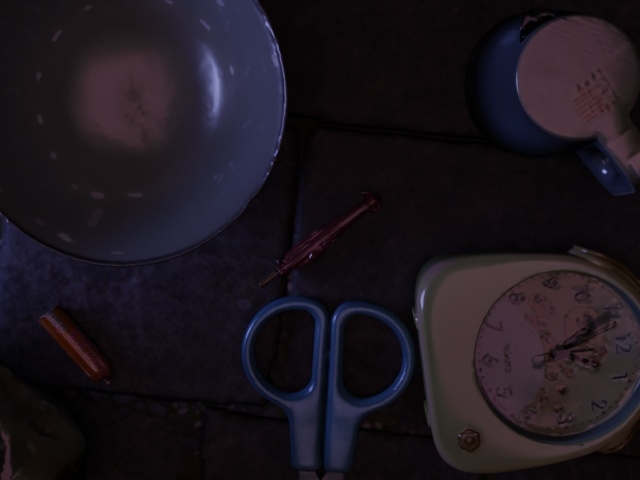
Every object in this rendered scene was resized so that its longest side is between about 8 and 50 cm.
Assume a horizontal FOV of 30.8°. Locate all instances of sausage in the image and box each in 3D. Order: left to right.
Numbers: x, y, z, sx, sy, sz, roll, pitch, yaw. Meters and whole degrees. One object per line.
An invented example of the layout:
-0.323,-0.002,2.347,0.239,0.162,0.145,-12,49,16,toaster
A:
-0.270,0.119,1.296,0.031,0.031,0.107,-41,93,6,sausage

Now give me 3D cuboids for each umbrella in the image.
0.000,0.000,1.276,0.165,0.027,0.025,-36,139,4,umbrella

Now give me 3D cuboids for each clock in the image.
0.259,0.118,1.243,0.308,0.096,0.235,-6,95,3,clock

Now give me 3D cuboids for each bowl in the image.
-0.194,-0.148,1.201,0.337,0.157,0.337,0,97,3,bowl

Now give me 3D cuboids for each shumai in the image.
-0.384,0.222,1.247,0.263,0.304,0.309,9,128,-28,shumai

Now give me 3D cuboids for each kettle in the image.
0.246,-0.131,1.144,0.160,0.243,0.210,-30,96,5,kettle

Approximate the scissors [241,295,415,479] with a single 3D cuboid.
-0.001,0.286,1.304,0.193,0.029,0.447,4,96,2,scissors
